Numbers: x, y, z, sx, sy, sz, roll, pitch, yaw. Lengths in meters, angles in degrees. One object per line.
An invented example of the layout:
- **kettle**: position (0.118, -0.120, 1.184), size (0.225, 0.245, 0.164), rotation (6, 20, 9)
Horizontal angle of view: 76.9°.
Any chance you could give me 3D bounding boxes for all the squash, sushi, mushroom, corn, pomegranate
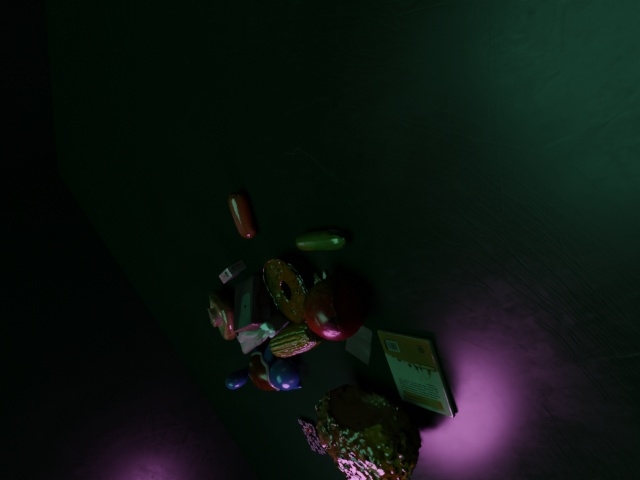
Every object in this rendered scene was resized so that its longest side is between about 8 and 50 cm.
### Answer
- **squash**: position (0.000, 0.000, 1.312), size (0.239, 0.069, 0.069), rotation (-3, 114, 49)
- **sushi**: position (-0.033, 1.026, 2.115), size (0.139, 0.031, 0.200), rotation (-13, 102, 52)
- **mushroom**: position (-0.491, 0.382, 2.057), size (0.278, 0.146, 0.277), rotation (40, 140, 44)
- **corn**: position (-0.096, 0.401, 1.653), size (0.131, 0.131, 0.345), rotation (57, 142, 0)
- **pomegranate**: position (0.044, 0.207, 1.310), size (0.210, 0.211, 0.234), rotation (-43, 56, 53)

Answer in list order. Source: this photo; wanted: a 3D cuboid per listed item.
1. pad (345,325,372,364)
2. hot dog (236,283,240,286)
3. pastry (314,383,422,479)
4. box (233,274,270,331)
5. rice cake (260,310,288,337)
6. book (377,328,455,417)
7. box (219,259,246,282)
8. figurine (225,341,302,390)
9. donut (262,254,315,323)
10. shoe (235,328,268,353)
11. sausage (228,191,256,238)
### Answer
- **pad**: position (0.137, 0.369, 1.473), size (0.113, 0.006, 0.187), rotation (28, 134, 32)
- **hot dog**: position (-0.368, 0.335, 1.965), size (0.083, 0.068, 0.288), rotation (30, 137, 41)
- **pastry**: position (0.173, 0.710, 1.443), size (0.406, 0.293, 0.336), rotation (6, 113, 44)
- **box**: position (-0.299, 0.279, 1.748), size (0.215, 0.086, 0.214), rotation (-32, 53, 51)
- **rice cake**: position (-0.152, 0.311, 1.605), size (0.069, 0.207, 0.063), rotation (42, 127, 13)
- **book**: position (0.308, 0.429, 1.313), size (0.208, 0.020, 0.295), rotation (-2, 114, 49)
- **box**: position (-0.401, 0.143, 1.845), size (0.043, 0.089, 0.125), rotation (57, 142, 2)
- **figurine**: position (-0.256, 0.618, 1.954), size (0.417, 0.243, 0.297), rotation (-15, 96, 31)
- **donut**: position (-0.100, 0.172, 1.525), size (0.272, 0.107, 0.271), rotation (23, 126, 36)
- **shoe**: position (-0.314, 0.412, 1.888), size (0.159, 0.124, 0.316), rotation (50, 131, 7)
- **sausage**: position (-0.304, -0.097, 1.578), size (0.076, 0.076, 0.197), rotation (13, 126, 43)
